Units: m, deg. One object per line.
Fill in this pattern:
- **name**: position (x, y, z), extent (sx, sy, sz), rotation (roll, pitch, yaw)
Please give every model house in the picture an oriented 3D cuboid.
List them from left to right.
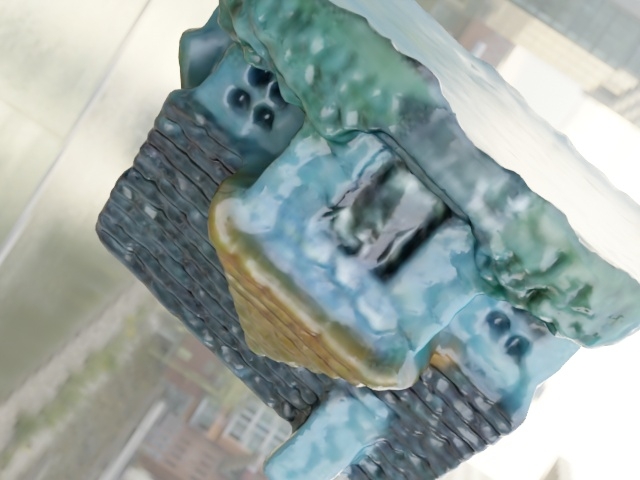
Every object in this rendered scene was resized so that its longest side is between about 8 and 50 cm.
- **model house**: position (0.000, 0.000, 0.695), extent (0.241, 0.261, 0.226), rotation (-47, 178, 19)
